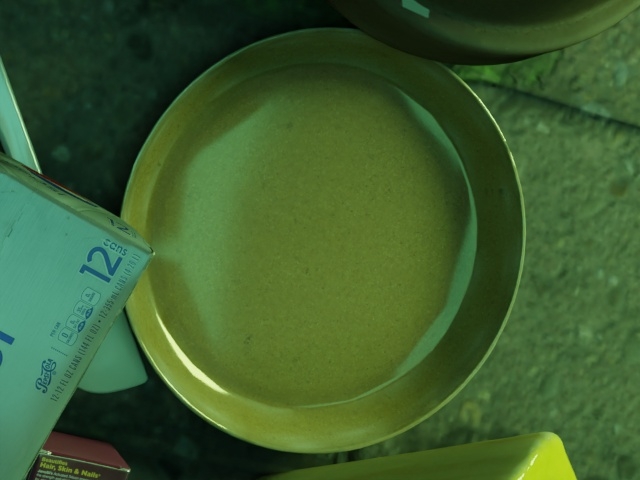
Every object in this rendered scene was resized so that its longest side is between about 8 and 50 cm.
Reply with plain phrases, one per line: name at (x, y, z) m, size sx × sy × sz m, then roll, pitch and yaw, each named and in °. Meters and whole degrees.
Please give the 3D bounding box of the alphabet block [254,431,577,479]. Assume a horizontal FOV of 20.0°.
alphabet block at (0.035, 0.231, 0.929) m, size 0.193 × 0.197 × 0.192 m, roll -43°, pitch 115°, yaw -51°

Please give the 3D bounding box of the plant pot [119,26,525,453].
plant pot at (0.000, 0.000, 1.011) m, size 0.236 × 0.032 × 0.236 m, roll -3°, pitch 98°, yaw -19°

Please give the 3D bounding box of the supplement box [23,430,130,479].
supplement box at (-0.144, 0.148, 0.971) m, size 0.055 × 0.043 × 0.083 m, roll 17°, pitch 98°, yaw -26°

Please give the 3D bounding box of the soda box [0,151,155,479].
soda box at (-0.200, 0.098, 0.905) m, size 0.098 × 0.091 × 0.286 m, roll 29°, pitch 91°, yaw -18°

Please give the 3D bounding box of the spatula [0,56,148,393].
spatula at (-0.205, -0.001, 0.948) m, size 0.168 × 0.019 × 0.242 m, roll -23°, pitch 105°, yaw -13°

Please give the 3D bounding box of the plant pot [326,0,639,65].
plant pot at (0.118, -0.226, 0.900) m, size 0.263 × 0.229 × 0.263 m, roll 0°, pitch 91°, yaw -19°
